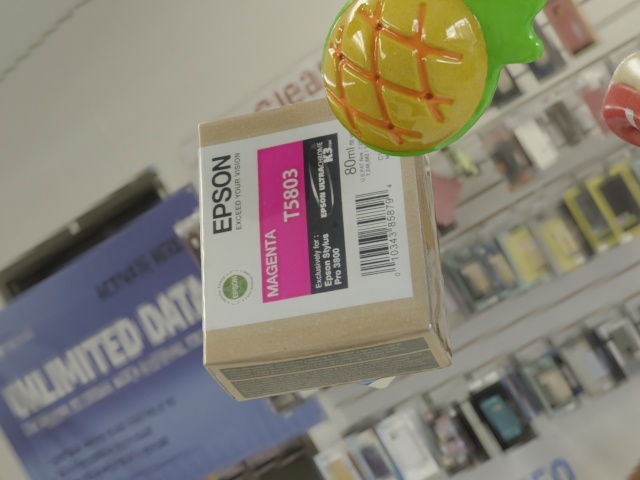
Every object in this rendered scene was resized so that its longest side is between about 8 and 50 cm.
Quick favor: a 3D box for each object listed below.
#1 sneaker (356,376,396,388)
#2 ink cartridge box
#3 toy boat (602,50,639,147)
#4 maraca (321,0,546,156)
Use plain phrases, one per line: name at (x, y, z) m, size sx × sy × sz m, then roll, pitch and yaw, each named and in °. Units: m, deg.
sneaker at (0.039, 0.087, 1.252) m, size 0.084 × 0.058 × 0.152 m, roll 13°, pitch -27°, yaw -11°
ink cartridge box at (0.000, 0.000, 1.161) m, size 0.193 × 0.235 × 0.088 m, roll -11°, pitch -27°, yaw 12°
toy boat at (0.308, -0.057, 1.089) m, size 0.151 × 0.151 × 0.231 m, roll 10°, pitch 19°, yaw -21°
maraca at (0.075, -0.134, 0.973) m, size 0.185 × 0.127 × 0.099 m, roll -37°, pitch 0°, yaw 36°
